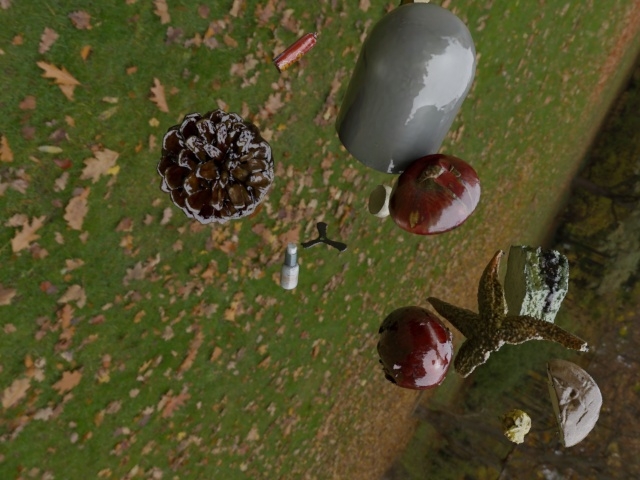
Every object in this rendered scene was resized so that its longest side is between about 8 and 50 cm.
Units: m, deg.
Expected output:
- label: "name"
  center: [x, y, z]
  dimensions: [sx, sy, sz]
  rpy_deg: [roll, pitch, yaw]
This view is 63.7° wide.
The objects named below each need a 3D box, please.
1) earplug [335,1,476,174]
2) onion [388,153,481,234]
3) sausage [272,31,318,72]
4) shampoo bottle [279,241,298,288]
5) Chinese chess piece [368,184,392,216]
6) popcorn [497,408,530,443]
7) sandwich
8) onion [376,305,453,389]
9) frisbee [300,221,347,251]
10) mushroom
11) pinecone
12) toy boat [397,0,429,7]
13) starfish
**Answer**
- label: "earplug"
  center: [0.227, -0.414, 1.363]
  dimensions: [0.312, 0.312, 0.394]
  rpy_deg: [-46, 166, -32]
- label: "onion"
  center: [0.289, -0.127, 1.337]
  dimensions: [0.248, 0.248, 0.161]
  rpy_deg: [-49, 119, -27]
- label: "sausage"
  center: [-0.063, -0.511, 1.389]
  dimensions: [0.145, 0.048, 0.050]
  rpy_deg: [-39, 145, 0]
- label: "shampoo bottle"
  center: [-0.122, 0.104, 2.081]
  dimensions: [0.074, 0.074, 0.192]
  rpy_deg: [-32, 138, -50]
- label: "Chinese chess piece"
  center: [0.231, -0.147, 1.934]
  dimensions: [0.051, 0.122, 0.122]
  rpy_deg: [15, 106, -28]
- label: "popcorn"
  center: [0.504, 0.483, 1.361]
  dimensions: [0.084, 0.084, 0.084]
  rpy_deg: [-46, 152, -33]
- label: "sandwich"
  center: [0.673, 0.148, 1.633]
  dimensions: [0.325, 0.131, 0.262]
  rpy_deg: [1, 98, -80]
- label: "onion"
  center: [0.306, 0.346, 1.667]
  dimensions: [0.276, 0.276, 0.276]
  rpy_deg: [-46, 152, -33]
- label: "frisbee"
  center: [0.000, 0.000, 2.246]
  dimensions: [0.187, 0.211, 0.012]
  rpy_deg: [-22, 139, -29]
- label: "mushroom"
  center: [0.830, 0.525, 1.676]
  dimensions: [0.156, 0.151, 0.286]
  rpy_deg: [1, 80, -77]
- label: "pinecone"
  center: [-0.342, -0.234, 1.701]
  dimensions: [0.398, 0.397, 0.398]
  rpy_deg: [-46, 152, -33]
- label: "toy boat"
  center: [0.314, -0.800, 1.619]
  dimensions: [0.089, 0.088, 0.229]
  rpy_deg: [16, 122, -34]
- label: "starfish"
  center: [0.491, 0.243, 1.477]
  dimensions: [0.132, 0.384, 0.398]
  rpy_deg: [16, 130, -27]
